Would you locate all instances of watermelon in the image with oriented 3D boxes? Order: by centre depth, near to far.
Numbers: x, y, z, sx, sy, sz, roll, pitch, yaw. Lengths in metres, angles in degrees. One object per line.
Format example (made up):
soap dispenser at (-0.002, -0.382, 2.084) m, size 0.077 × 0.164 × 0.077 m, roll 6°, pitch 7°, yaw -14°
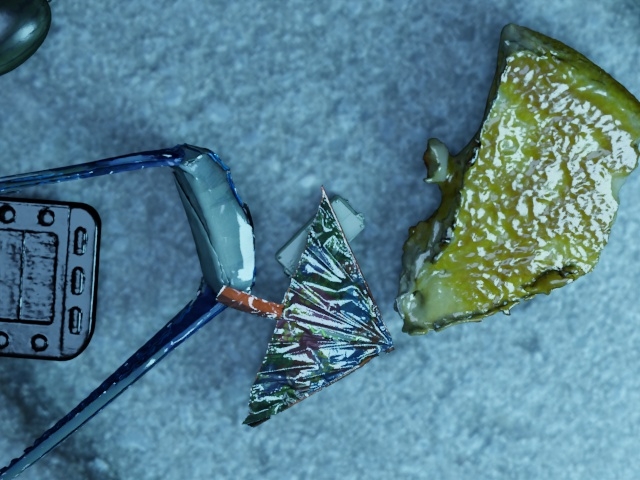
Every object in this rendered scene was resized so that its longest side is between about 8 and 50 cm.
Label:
watermelon at (-0.282, -0.186, 1.595) m, size 0.110 × 0.078 × 0.078 m, roll -36°, pitch 98°, yaw 3°

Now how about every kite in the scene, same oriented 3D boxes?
kite at (-0.009, 0.066, 1.639) m, size 0.189 × 0.009 × 0.232 m, roll 16°, pitch 100°, yaw -28°

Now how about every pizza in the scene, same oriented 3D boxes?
pizza at (0.170, -0.034, 1.633) m, size 0.189 × 0.071 × 0.297 m, roll 21°, pitch 101°, yaw -17°

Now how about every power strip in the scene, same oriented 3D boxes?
power strip at (0.000, 0.000, 1.660) m, size 0.040 × 0.016 × 0.090 m, roll 44°, pitch 96°, yaw -8°

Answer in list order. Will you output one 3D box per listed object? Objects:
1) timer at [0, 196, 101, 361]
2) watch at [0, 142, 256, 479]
timer at (-0.293, 0.031, 1.641) m, size 0.187 × 0.055 × 0.144 m, roll 5°, pitch 97°, yaw 1°
watch at (-0.184, 0.060, 1.593) m, size 0.274 × 0.068 × 0.276 m, roll -15°, pitch 105°, yaw -24°
